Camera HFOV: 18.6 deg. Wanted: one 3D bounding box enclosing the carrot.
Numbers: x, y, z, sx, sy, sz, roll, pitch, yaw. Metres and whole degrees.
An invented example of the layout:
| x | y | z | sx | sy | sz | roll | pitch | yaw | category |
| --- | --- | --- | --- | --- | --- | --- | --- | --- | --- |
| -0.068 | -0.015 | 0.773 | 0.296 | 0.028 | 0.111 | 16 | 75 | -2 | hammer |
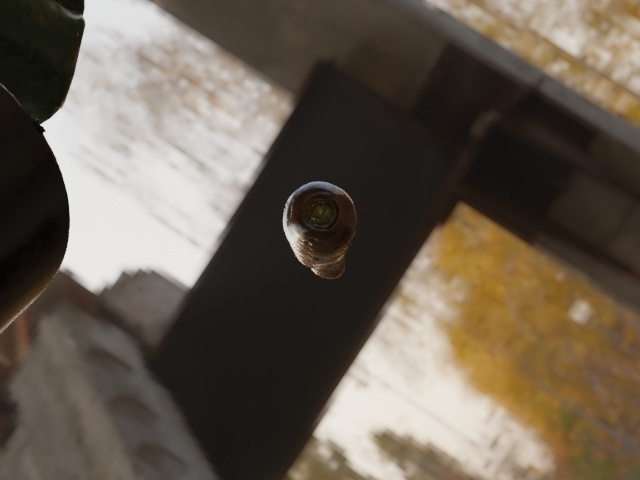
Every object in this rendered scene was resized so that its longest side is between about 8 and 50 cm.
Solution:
| x | y | z | sx | sy | sz | roll | pitch | yaw | category |
| --- | --- | --- | --- | --- | --- | --- | --- | --- | --- |
| 0.000 | 0.000 | 1.230 | 0.047 | 0.047 | 0.191 | -55 | -5 | -9 | carrot |

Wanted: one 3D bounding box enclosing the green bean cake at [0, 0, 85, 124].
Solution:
| x | y | z | sx | sy | sz | roll | pitch | yaw | category |
| --- | --- | --- | --- | --- | --- | --- | --- | --- | --- |
| -0.321 | -0.213 | 1.373 | 0.169 | 0.300 | 0.308 | 24 | -123 | -56 | green bean cake |

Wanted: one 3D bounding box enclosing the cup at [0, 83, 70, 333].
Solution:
| x | y | z | sx | sy | sz | roll | pitch | yaw | category |
| --- | --- | --- | --- | --- | --- | --- | --- | --- | --- |
| -0.240 | -0.017 | 0.894 | 0.177 | 0.166 | 0.239 | -56 | -45 | -51 | cup |
